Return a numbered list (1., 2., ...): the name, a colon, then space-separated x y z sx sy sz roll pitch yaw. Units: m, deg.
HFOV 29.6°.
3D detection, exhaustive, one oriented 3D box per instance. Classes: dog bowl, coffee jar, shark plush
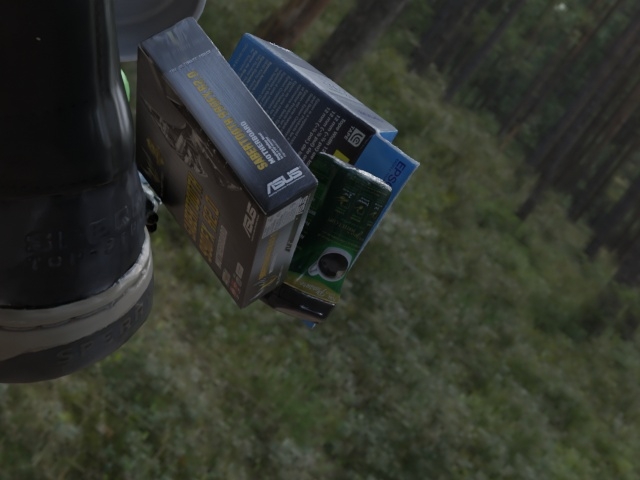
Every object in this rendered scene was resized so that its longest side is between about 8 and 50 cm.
1. dog bowl: -0.301 -0.400 1.785 0.265 0.265 0.104 33 28 -36
2. coffee jar: 0.000 0.000 1.364 0.096 0.184 0.079 23 5 -42
3. shark plush: -0.198 -0.034 1.177 0.067 0.073 0.161 36 9 -33

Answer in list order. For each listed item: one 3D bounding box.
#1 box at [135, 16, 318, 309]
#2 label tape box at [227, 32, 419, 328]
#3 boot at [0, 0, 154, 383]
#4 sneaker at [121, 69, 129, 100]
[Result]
1. box: -0.091 -0.059 1.063 0.183 0.056 0.231 52 -21 12
2. label tape box: -0.028 -0.078 1.579 0.347 0.249 0.115 41 16 34
3. boot: -0.207 -0.142 0.447 0.377 0.284 0.138 33 44 20
4. sneaker: -0.436 -0.100 1.337 0.185 0.482 0.202 45 24 -55
